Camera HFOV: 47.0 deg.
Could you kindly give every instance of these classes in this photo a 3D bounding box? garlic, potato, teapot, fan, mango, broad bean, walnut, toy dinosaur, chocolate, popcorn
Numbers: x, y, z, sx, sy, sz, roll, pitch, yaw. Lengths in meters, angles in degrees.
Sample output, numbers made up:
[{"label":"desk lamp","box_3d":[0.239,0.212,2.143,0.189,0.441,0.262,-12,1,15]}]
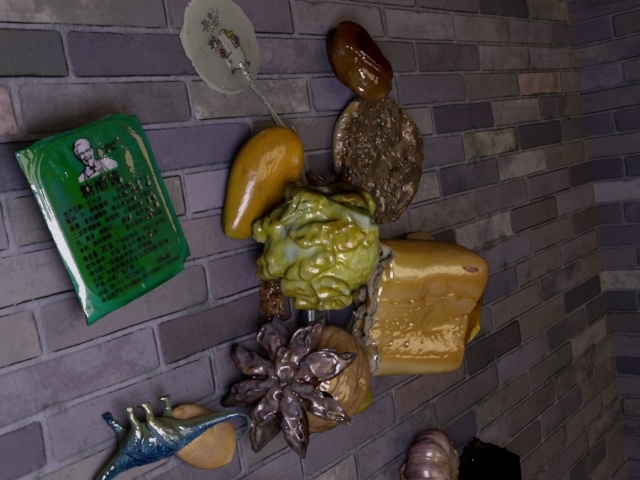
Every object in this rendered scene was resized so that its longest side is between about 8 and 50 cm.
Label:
[{"label":"garlic","box_3d":[0.310,0.664,2.111,0.245,0.160,0.245,-12,90,-68]},{"label":"potato","box_3d":[-0.251,0.406,1.529,0.178,0.109,0.118,41,72,-38]},{"label":"teapot","box_3d":[-0.031,0.191,1.844,0.049,0.063,0.083,6,85,-16]},{"label":"fan","box_3d":[-0.176,-0.397,1.743,0.415,0.012,0.233,51,53,-32]},{"label":"mango","box_3d":[-0.134,-0.138,1.695,0.176,0.119,0.317,43,67,-50]},{"label":"broad bean","box_3d":[0.104,-0.474,1.963,0.228,0.122,0.156,55,39,-10]},{"label":"walnut","box_3d":[0.008,0.322,1.747,0.225,0.225,0.261,43,60,-37]},{"label":"toy dinosaur","box_3d":[-0.320,0.375,1.419,0.362,0.076,0.147,-21,87,-17]},{"label":"chocolate","box_3d":[0.515,0.715,2.367,0.177,0.206,0.224,-109,-174,-67]},{"label":"popcorn","box_3d":[-0.011,0.015,1.657,0.312,0.312,0.312,5,84,-48]}]

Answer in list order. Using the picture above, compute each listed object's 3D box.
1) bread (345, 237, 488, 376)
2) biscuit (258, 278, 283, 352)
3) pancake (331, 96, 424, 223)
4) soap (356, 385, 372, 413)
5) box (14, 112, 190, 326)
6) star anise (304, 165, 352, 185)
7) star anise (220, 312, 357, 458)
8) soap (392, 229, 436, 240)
[{"label":"bread","box_3d":[0.251,0.164,1.937,0.394,0.250,0.361,1,109,-25]},{"label":"biscuit","box_3d":[-0.116,0.167,1.752,0.064,0.034,0.199,8,82,-47]},{"label":"pancake","box_3d":[0.161,-0.228,2.064,0.382,0.071,0.382,0,90,-46]},{"label":"soap","box_3d":[0.100,0.390,1.968,0.089,0.045,0.140,-14,98,-45]},{"label":"box","box_3d":[-0.414,-0.048,1.385,0.264,0.106,0.337,-34,111,-45]},{"label":"star anise","box_3d":[0.027,-0.061,1.880,0.288,0.088,0.288,-1,92,-38]},{"label":"star anise","box_3d":[-0.076,0.305,1.591,0.117,0.331,0.332,51,49,-61]},{"label":"soap","box_3d":[0.257,0.078,2.146,0.140,0.073,0.232,38,60,-39]}]
